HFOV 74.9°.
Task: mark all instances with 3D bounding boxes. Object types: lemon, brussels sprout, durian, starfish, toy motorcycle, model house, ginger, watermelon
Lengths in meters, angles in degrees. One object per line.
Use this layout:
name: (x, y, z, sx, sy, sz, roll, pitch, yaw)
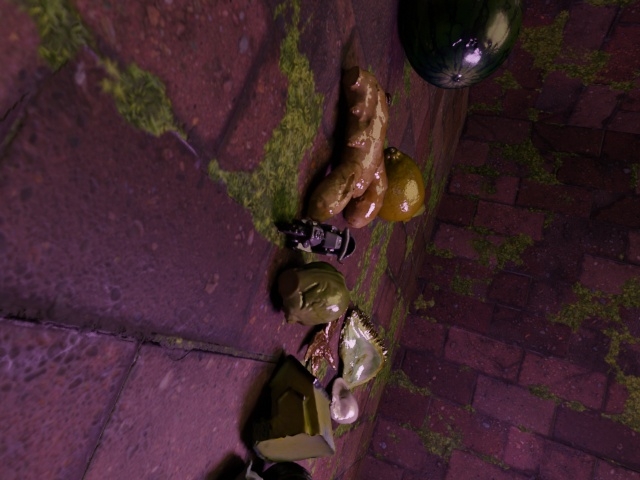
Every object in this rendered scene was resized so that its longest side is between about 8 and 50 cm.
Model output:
lemon: (0.217, -0.164, 1.243, 0.184, 0.184, 0.249, -54, 134, -44)
brussels sprout: (-0.011, 0.114, 0.904, 0.183, 0.145, 0.131, 70, 13, -65)
durian: (0.131, 0.391, 1.558, 0.198, 0.163, 0.394, -22, 131, -16)
starfish: (0.013, 0.283, 1.181, 0.236, 0.062, 0.277, -47, 148, -50)
toy motorcycle: (0.000, 0.000, 0.864, 0.215, 0.122, 0.080, 22, 78, -69)
model house: (-0.069, 0.385, 0.985, 0.194, 0.170, 0.211, 67, 14, -49)
ginger: (0.109, -0.197, 1.023, 0.363, 0.122, 0.348, 10, 103, -60)
watermelon: (0.397, -0.619, 1.190, 0.363, 0.363, 0.363, 15, 90, -70)

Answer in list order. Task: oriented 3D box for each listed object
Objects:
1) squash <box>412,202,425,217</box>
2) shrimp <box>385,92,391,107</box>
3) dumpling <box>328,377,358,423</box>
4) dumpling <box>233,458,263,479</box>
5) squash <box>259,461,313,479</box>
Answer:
squash: (0.411, -0.144, 1.886, 0.188, 0.095, 0.095, -21, 123, -65)
shrimp: (0.185, -0.390, 1.209, 0.178, 0.034, 0.124, 67, 40, -61)
dumpling: (0.075, 0.567, 1.482, 0.181, 0.111, 0.155, 112, -23, -75)
dumpling: (-0.153, 0.558, 0.870, 0.149, 0.104, 0.217, -18, 120, -66)
squash: (-0.094, 0.618, 0.967, 0.156, 0.193, 0.193, 60, 28, 0)
